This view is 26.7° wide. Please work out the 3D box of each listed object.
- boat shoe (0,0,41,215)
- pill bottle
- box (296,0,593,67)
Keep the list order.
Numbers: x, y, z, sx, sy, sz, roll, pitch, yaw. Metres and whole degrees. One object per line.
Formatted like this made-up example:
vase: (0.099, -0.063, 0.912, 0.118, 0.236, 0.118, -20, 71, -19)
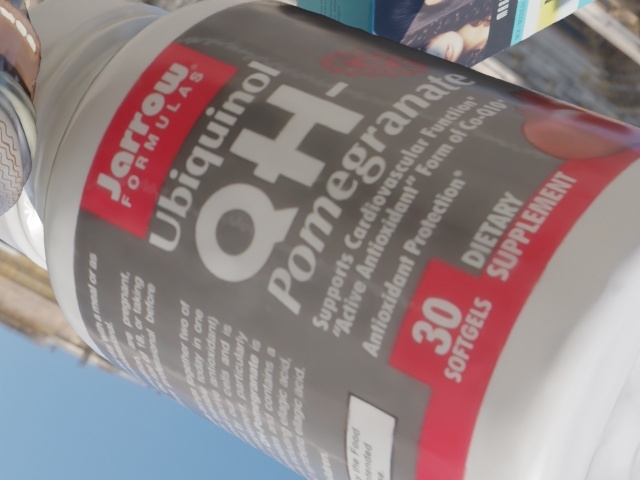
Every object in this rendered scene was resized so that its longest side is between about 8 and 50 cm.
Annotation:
boat shoe: (-0.211, -0.054, 0.572, 0.324, 0.123, 0.116, -13, -117, 45)
pill bottle: (0.000, 0.000, 0.559, 0.318, 0.176, 0.176, 25, -97, 32)
box: (0.099, -0.160, 0.699, 0.244, 0.100, 0.060, -30, -125, -24)
